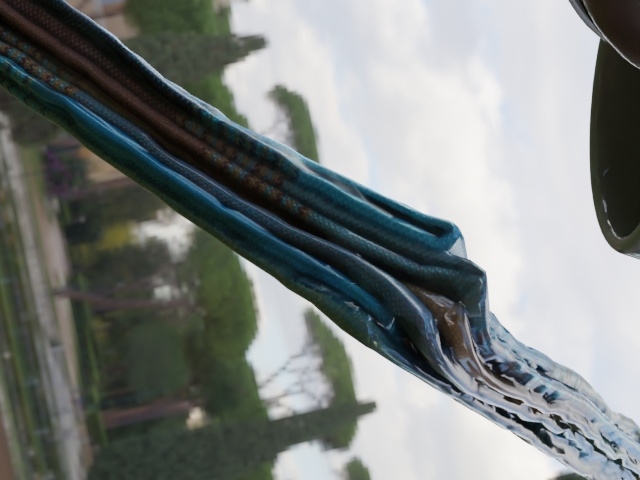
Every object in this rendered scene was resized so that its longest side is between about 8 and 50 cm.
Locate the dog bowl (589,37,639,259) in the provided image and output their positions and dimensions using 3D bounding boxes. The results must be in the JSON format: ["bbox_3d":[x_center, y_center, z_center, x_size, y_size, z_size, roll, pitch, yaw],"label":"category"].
[{"bbox_3d":[0.335,-0.136,1.345,0.349,0.102,0.348,-175,-90,-86],"label":"dog bowl"}]

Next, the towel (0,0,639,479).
[{"bbox_3d":[0.000,0.000,0.563,0.271,0.040,0.370,35,-1,28],"label":"towel"}]

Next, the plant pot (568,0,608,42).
[{"bbox_3d":[0.252,-0.291,0.982,0.284,0.284,0.191,88,-16,-44],"label":"plant pot"}]

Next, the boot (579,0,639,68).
[{"bbox_3d":[0.191,-0.069,0.602,0.264,0.096,0.280,86,-10,-59],"label":"boot"}]
